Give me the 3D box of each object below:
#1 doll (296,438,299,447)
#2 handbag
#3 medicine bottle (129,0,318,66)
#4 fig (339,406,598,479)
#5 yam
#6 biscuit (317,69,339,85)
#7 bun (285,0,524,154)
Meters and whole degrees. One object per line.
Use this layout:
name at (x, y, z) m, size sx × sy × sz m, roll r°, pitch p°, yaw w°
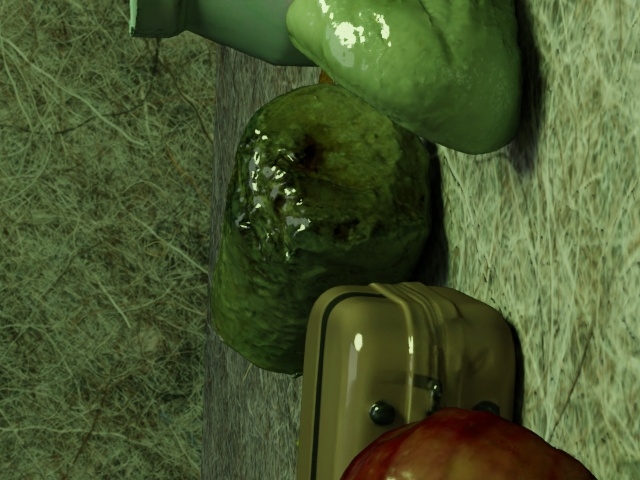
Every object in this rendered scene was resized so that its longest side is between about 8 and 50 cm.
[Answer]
doll at (0.033, 0.364, 1.602) m, size 0.341 × 0.099 × 0.346 m, roll -106°, pitch 10°, yaw -85°
handbag at (0.058, 0.178, 1.329) m, size 0.283 × 0.149 × 0.302 m, roll -124°, pitch 35°, yaw -76°
medicine bottle at (-0.032, -0.281, 1.474) m, size 0.245 × 0.290 × 0.245 m, roll -179°, pitch 90°, yaw -80°
fig at (0.092, 0.237, 0.970) m, size 0.224 × 0.224 × 0.263 m, roll 114°, pitch 152°, yaw -64°
yam at (0.000, 0.000, 1.526) m, size 0.300 × 0.195 × 0.195 m, roll 105°, pitch 163°, yaw -57°
biscuit at (0.013, -0.143, 1.941) m, size 0.126 × 0.025 × 0.206 m, roll -148°, pitch 61°, yaw -78°
bun at (0.083, -0.160, 1.242) m, size 0.212 × 0.204 × 0.126 m, roll 41°, pitch 110°, yaw 33°
